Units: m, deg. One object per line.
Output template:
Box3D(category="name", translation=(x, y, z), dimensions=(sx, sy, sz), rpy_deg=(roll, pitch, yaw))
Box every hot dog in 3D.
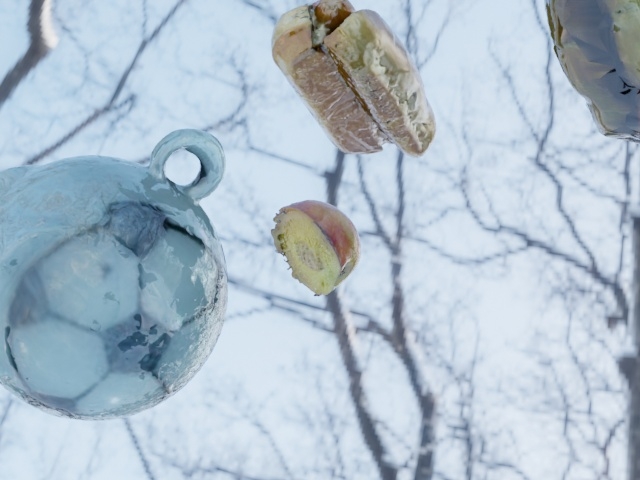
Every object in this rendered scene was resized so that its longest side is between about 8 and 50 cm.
Box3D(category="hot dog", translation=(0.029, -0.112, 1.115), dimensions=(0.092, 0.062, 0.235), rpy_deg=(2, -16, 13))

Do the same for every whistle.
Box3D(category="whistle", translation=(-0.150, 0.053, 0.871), dimensions=(0.163, 0.163, 0.289), rpy_deg=(36, -81, -19))

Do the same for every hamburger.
Box3D(category="hamburger", translation=(0.181, -0.140, 0.889), dimensions=(0.130, 0.206, 0.183), rpy_deg=(-23, -63, 0))

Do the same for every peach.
Box3D(category="peach", translation=(0.001, 0.001, 1.520), dimensions=(0.098, 0.061, 0.098), rpy_deg=(31, -43, 34))
